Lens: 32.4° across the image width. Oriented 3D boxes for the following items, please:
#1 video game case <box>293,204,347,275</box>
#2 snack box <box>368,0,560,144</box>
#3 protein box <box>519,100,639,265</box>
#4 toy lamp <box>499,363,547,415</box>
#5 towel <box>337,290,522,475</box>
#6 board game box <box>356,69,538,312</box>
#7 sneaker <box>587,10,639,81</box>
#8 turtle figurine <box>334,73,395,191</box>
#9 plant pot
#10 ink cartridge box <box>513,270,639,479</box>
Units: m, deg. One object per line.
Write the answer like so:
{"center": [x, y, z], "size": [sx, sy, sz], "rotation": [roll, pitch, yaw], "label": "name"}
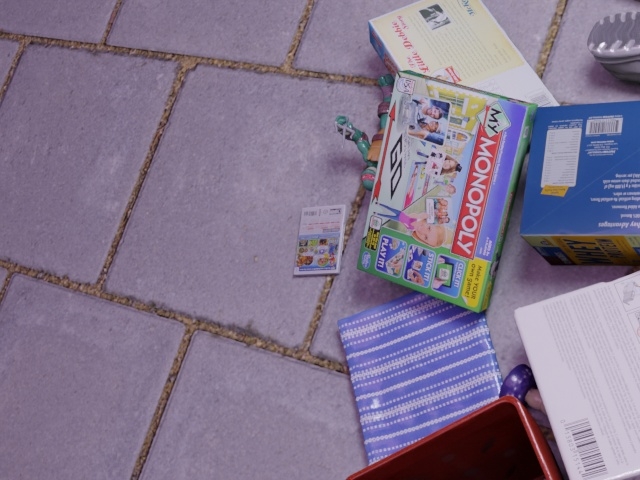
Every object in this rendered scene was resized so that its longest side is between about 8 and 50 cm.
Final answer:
{"center": [0.000, 0.000, 1.879], "size": [0.087, 0.011, 0.122], "rotation": [-3, 70, 30], "label": "video game case"}
{"center": [0.226, -0.268, 1.773], "size": [0.187, 0.060, 0.322], "rotation": [-22, 57, -8], "label": "snack box"}
{"center": [0.410, -0.079, 1.581], "size": [0.199, 0.136, 0.201], "rotation": [0, 71, 31], "label": "protein box"}
{"center": [0.376, 0.259, 1.508], "size": [0.274, 0.080, 0.080], "rotation": [30, 88, 38], "label": "toy lamp"}
{"center": [0.159, 0.231, 1.674], "size": [0.243, 0.040, 0.336], "rotation": [-23, 60, 21], "label": "towel"}
{"center": [0.184, -0.075, 1.649], "size": [0.213, 0.046, 0.317], "rotation": [19, 109, 27], "label": "board game box"}
{"center": [0.536, -0.276, 1.595], "size": [0.281, 0.115, 0.105], "rotation": [12, 69, 40], "label": "sneaker"}
{"center": [0.109, -0.164, 1.812], "size": [0.175, 0.118, 0.234], "rotation": [18, 64, 15], "label": "turtle figurine"}
{"center": [0.229, 0.397, 1.444], "size": [0.267, 0.235, 0.267], "rotation": [-31, 59, 18], "label": "plant pot"}
{"center": [0.420, 0.179, 1.457], "size": [0.261, 0.066, 0.296], "rotation": [-19, 47, 9], "label": "ink cartridge box"}
